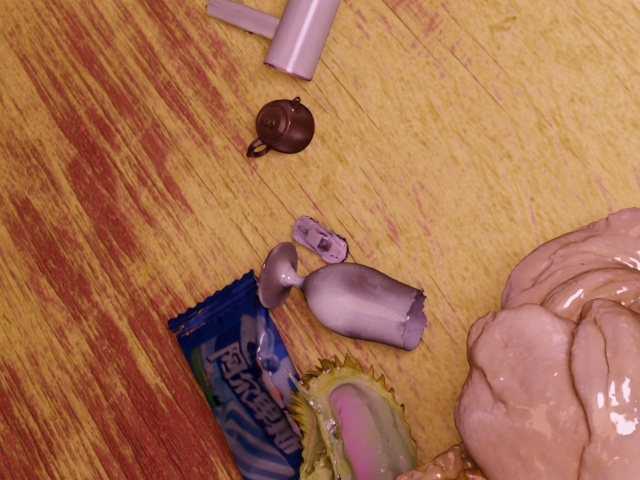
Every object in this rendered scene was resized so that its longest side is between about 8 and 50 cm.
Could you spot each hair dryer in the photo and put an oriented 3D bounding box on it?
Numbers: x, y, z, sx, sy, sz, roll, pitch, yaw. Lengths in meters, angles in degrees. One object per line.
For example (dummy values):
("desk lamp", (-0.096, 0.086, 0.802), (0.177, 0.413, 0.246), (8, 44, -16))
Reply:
("hair dryer", (-0.079, -0.322, 1.473), (0.236, 0.073, 0.131), (28, 101, 41))

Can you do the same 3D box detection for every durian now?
("durian", (0.046, 0.310, 1.256), (0.158, 0.169, 0.355), (-11, 88, 7))

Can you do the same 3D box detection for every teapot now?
("teapot", (-0.061, -0.158, 1.436), (0.121, 0.068, 0.076), (-42, 66, 24))

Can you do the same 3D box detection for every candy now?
("candy", (-0.084, 0.215, 1.421), (0.187, 0.077, 0.331), (-34, 72, 26))

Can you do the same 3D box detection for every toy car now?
("toy car", (0.000, 0.000, 1.410), (0.093, 0.025, 0.041), (32, 104, 30))

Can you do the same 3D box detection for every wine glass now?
("wine glass", (0.031, 0.075, 1.340), (0.222, 0.103, 0.103), (18, 97, 27))

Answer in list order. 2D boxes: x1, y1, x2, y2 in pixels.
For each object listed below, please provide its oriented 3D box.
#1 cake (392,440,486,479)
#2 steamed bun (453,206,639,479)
("cake", (0.213, 0.365, 1.122), (0.222, 0.227, 0.286), (-38, 67, 25))
("steamed bun", (0.307, 0.141, 1.002), (0.325, 0.372, 0.230), (33, 141, 13))
